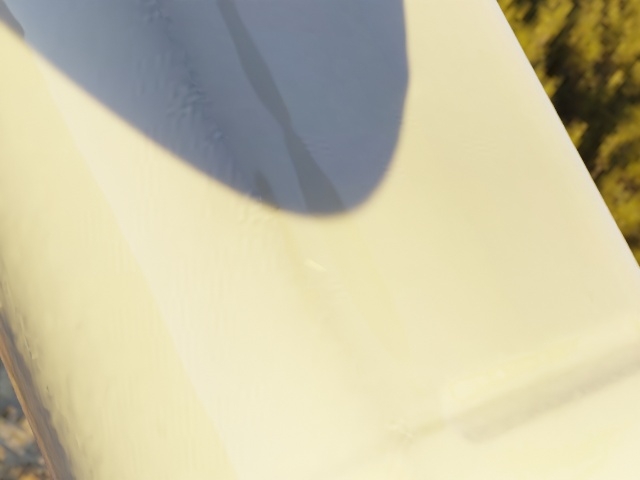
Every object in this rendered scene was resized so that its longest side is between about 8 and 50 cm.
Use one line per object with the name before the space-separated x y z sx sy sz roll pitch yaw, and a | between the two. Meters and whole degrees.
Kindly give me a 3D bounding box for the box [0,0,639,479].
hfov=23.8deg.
box | -0.001 0.001 0.575 0.289 0.141 0.349 -12 72 -53
